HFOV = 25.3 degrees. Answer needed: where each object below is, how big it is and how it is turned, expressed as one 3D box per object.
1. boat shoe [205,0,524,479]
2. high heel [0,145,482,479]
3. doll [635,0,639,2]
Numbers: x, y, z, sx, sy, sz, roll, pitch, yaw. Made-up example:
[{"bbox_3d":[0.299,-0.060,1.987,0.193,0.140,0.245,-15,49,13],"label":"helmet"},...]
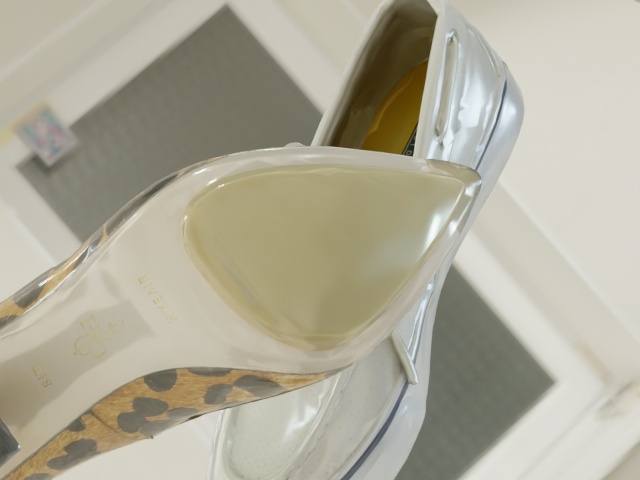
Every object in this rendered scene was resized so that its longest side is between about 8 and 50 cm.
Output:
[{"bbox_3d":[0.007,0.000,0.839,0.136,0.156,0.367,9,64,39],"label":"boat shoe"},{"bbox_3d":[-0.069,0.036,0.587,0.261,0.093,0.186,-26,-1,-25],"label":"high heel"},{"bbox_3d":[0.273,-0.147,0.984,0.046,0.129,0.189,-51,-33,-35],"label":"doll"}]
